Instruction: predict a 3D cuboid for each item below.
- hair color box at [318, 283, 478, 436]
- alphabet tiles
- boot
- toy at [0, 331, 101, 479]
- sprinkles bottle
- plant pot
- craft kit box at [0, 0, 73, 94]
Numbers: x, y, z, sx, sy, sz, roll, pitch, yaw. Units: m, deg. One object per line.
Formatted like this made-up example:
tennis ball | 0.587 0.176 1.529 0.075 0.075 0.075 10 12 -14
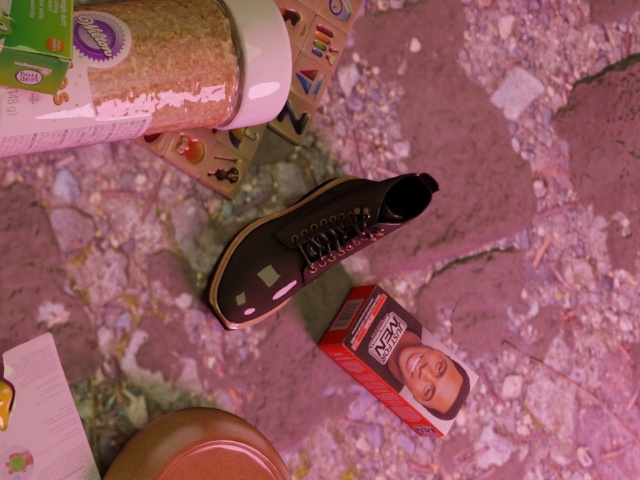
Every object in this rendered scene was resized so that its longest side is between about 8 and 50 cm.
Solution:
hair color box | 0.072 0.110 1.783 0.141 0.043 0.072 42 64 -23
alphabet tiles | -0.080 -0.166 1.737 0.198 0.009 0.237 32 70 -26
boot | 0.000 0.000 1.693 0.198 0.137 0.077 -45 108 -27
toy | -0.243 0.207 1.563 0.137 0.056 0.237 -26 107 -36
sprinkles bottle | -0.201 -0.132 1.583 0.355 0.121 0.121 -11 91 -30
plant pot | -0.094 0.259 1.641 0.236 0.032 0.236 2 87 -44
craft kit box | -0.311 -0.244 1.492 0.247 0.061 0.250 8 57 -17
